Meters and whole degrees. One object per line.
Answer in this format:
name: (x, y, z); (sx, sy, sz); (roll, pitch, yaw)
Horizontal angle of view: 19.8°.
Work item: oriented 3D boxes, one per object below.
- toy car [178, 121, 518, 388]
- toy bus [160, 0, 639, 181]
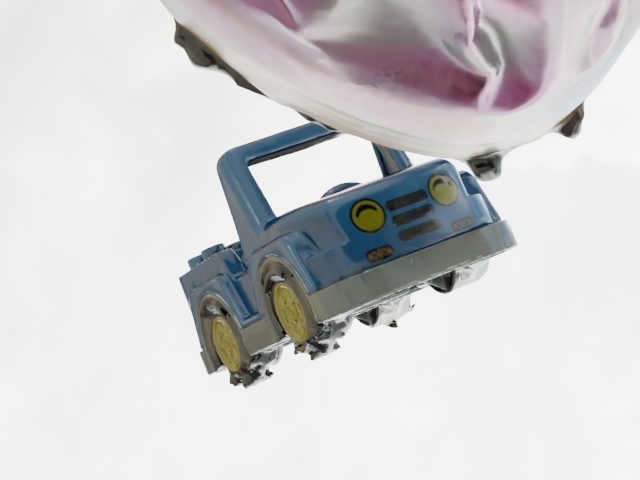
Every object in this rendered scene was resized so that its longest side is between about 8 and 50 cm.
toy car: (0.000, 0.000, 0.828); (0.191, 0.097, 0.100); (-28, -97, 64)
toy bus: (0.079, -0.207, 0.476); (0.386, 0.171, 0.162); (-60, 174, -1)
